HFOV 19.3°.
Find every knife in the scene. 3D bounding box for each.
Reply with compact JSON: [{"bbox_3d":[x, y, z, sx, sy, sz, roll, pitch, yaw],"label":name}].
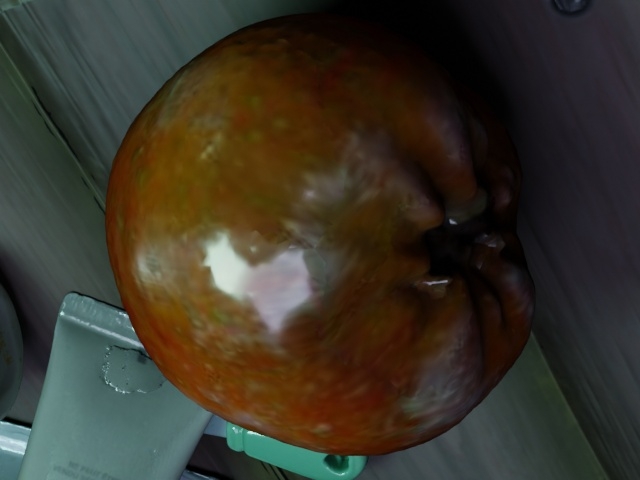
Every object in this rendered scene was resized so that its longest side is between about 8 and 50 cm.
[{"bbox_3d":[-0.088,0.133,1.447,0.260,0.034,0.063,12,126,9],"label":"knife"}]

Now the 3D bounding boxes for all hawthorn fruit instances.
[{"bbox_3d":[0.000,0.000,1.165,0.284,0.284,0.284,7,130,9],"label":"hawthorn fruit"}]

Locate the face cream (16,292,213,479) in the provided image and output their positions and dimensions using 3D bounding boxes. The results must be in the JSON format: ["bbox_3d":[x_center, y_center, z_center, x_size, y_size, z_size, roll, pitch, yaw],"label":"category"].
[{"bbox_3d":[-0.180,0.207,1.417,0.143,0.089,0.314,21,95,0],"label":"face cream"}]

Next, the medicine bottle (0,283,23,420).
[{"bbox_3d":[-0.358,0.092,1.416,0.250,0.131,0.131,-8,126,21],"label":"medicine bottle"}]

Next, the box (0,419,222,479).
[{"bbox_3d":[-0.247,0.279,1.556,0.337,0.106,0.264,15,131,4],"label":"box"}]
